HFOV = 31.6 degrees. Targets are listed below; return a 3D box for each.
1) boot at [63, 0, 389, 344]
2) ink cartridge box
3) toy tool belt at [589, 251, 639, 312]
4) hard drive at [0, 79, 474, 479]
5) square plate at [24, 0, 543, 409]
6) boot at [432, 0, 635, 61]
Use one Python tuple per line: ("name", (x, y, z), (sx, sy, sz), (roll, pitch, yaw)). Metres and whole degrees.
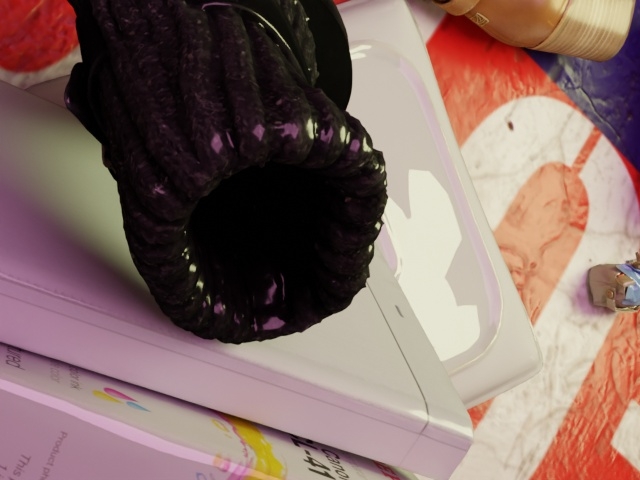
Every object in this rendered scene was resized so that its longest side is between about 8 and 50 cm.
("boot", (-0.036, -0.062, 0.612), (0.260, 0.131, 0.348), (61, 12, 26))
("ink cartridge box", (-0.101, 0.134, 0.631), (0.306, 0.226, 0.131), (23, 93, -18))
("toy tool belt", (0.281, 0.036, 0.997), (0.083, 0.051, 0.052), (-8, 85, -31))
("hard drive", (-0.096, 0.005, 0.648), (0.353, 0.233, 0.047), (22, 112, -24))
("square plate", (0.000, 0.000, 0.847), (0.347, 0.049, 0.344), (-22, 91, -31))
("boot", (0.172, -0.306, 0.985), (0.220, 0.109, 0.284), (14, 81, -23))
